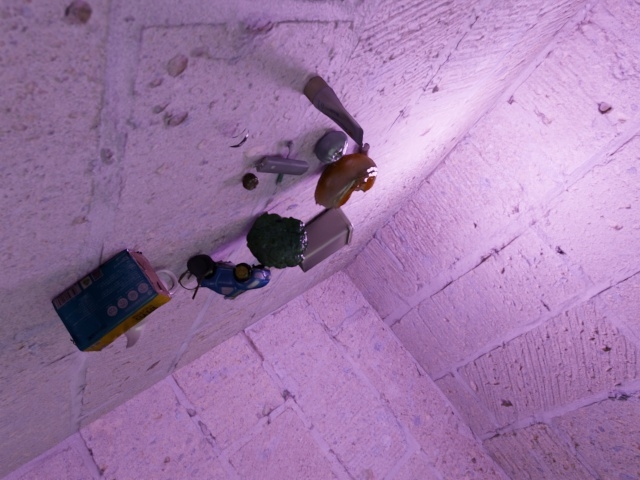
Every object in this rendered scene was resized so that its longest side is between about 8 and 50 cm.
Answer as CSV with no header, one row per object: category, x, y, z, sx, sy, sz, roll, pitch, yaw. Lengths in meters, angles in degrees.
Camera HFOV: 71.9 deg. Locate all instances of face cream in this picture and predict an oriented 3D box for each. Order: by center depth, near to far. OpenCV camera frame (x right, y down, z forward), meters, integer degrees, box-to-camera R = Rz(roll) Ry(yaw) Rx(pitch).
face cream,0.046,-0.356,1.234,0.070,0.224,0.114,-38,168,-4

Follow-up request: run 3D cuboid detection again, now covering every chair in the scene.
chair,-0.507,0.140,1.735,0.095,0.104,0.221,-1,146,-43

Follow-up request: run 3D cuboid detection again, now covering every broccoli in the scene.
broccoli,-0.174,-0.014,1.864,0.270,0.270,0.270,-44,-157,23

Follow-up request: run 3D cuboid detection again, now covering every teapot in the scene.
teapot,-0.593,0.204,1.498,0.208,0.165,0.299,-30,-165,42

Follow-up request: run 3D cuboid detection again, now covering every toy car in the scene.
toy car,-0.358,0.165,1.842,0.198,0.315,0.165,6,88,-76

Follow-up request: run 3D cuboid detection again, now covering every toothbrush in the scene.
toothbrush,-0.126,-0.264,1.544,0.018,0.024,0.257,-11,157,-22

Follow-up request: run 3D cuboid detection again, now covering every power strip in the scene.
power strip,-0.132,-0.249,1.489,0.060,0.027,0.253,-38,161,33

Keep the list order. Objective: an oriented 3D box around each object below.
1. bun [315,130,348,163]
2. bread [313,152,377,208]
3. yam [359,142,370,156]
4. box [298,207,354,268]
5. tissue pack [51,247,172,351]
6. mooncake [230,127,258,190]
bun,0.048,-0.338,1.631,0.141,0.083,0.141,-40,169,-10
bread,0.107,-0.267,1.843,0.314,0.171,0.192,-35,163,-24
yam,0.197,-0.370,2.021,0.046,0.046,0.264,-37,168,-8
box,0.000,0.000,2.473,0.344,0.177,0.352,-36,168,-9
tissue pack,-0.617,0.178,1.324,0.271,0.192,0.134,-36,166,-7
mooncake,-0.224,-0.237,1.311,0.150,0.057,0.347,-53,173,3
